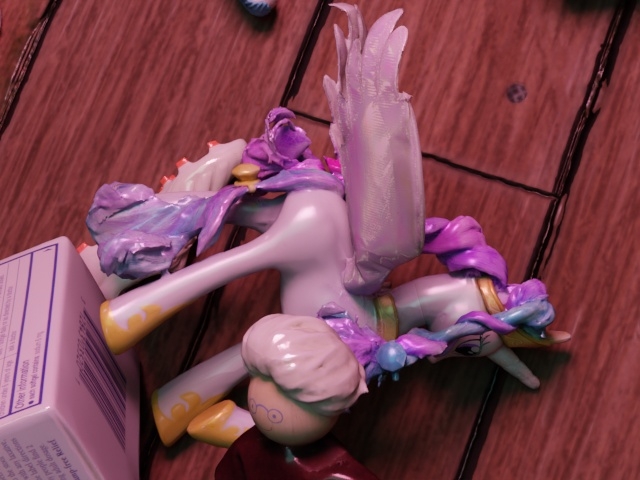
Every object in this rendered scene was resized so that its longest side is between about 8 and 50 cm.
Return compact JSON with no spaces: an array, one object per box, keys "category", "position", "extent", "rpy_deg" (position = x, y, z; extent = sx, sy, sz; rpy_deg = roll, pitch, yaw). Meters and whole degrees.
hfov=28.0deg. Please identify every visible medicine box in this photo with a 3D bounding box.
[{"category":"medicine box","position":[-0.305,0.162,1.031],"extent":[0.289,0.149,0.263],"rpy_deg":[-22,28,4]}]

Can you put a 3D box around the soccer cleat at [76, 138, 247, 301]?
[{"category":"soccer cleat","position":[-0.133,-0.014,1.166],"extent":[0.196,0.068,0.076],"rpy_deg":[-40,87,0]}]

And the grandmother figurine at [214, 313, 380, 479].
[{"category":"grandmother figurine","position":[-0.011,0.216,0.963],"extent":[0.207,0.104,0.343],"rpy_deg":[8,111,27]}]

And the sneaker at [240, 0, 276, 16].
[{"category":"sneaker","position":[-0.067,-0.324,1.219],"extent":[0.092,0.087,0.229],"rpy_deg":[-13,75,6]}]

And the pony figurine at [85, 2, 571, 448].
[{"category":"pony figurine","position":[0.000,0.000,1.052],"extent":[0.363,0.303,0.351],"rpy_deg":[-15,105,3]}]
